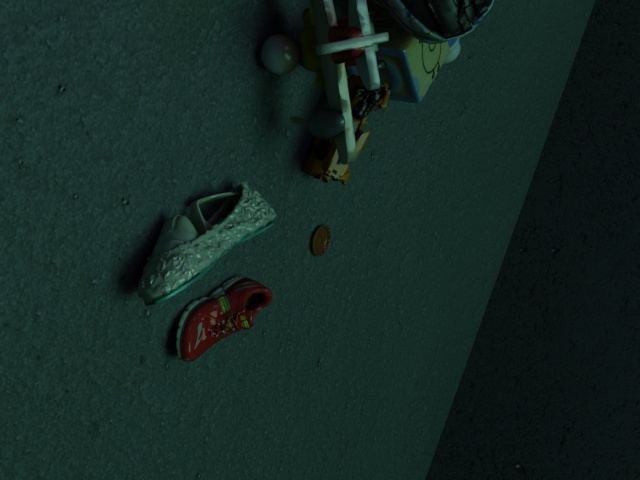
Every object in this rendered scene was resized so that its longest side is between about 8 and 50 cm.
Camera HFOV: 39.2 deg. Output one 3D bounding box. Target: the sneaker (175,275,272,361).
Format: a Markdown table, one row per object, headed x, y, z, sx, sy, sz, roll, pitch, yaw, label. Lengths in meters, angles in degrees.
| x | y | z | sx | sy | sz | roll | pitch | yaw | label |
| --- | --- | --- | --- | --- | --- | --- | --- | --- | --- |
| -0.205 | 0.167 | 1.952 | 0.279 | 0.118 | 0.107 | -44 | 137 | -42 | sneaker |

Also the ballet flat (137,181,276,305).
| x | y | z | sx | sy | sz | roll | pitch | yaw | label |
| --- | --- | --- | --- | --- | --- | --- | --- | --- | --- |
| -0.249 | -0.008 | 1.830 | 0.409 | 0.147 | 0.147 | -38 | 133 | -50 | ballet flat |

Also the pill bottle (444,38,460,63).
| x | y | z | sx | sy | sz | roll | pitch | yaw | label |
| --- | --- | --- | --- | --- | --- | --- | --- | --- | --- |
| 0.317 | -0.589 | 2.497 | 0.221 | 0.124 | 0.124 | 44 | 65 | -55 | pill bottle |

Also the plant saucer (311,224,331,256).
| x | y | z | sx | sy | sz | roll | pitch | yaw | label |
| --- | --- | --- | --- | --- | --- | --- | --- | --- | --- |
| 0.000 | 0.000 | 2.326 | 0.083 | 0.013 | 0.083 | -31 | 129 | -49 | plant saucer |

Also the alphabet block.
| x | y | z | sx | sy | sz | roll | pitch | yaw | label |
| --- | --- | --- | --- | --- | --- | --- | --- | --- | --- |
| 0.188 | -0.487 | 2.259 | 0.197 | 0.193 | 0.192 | -60 | 148 | -25 | alphabet block |

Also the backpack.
| x | y | z | sx | sy | sz | roll | pitch | yaw | label |
| --- | --- | --- | --- | --- | --- | --- | --- | --- | --- |
| 0.232 | -0.611 | 2.002 | 0.290 | 0.355 | 0.273 | -44 | -177 | -9 | backpack |

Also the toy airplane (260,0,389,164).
| x | y | z | sx | sy | sz | roll | pitch | yaw | label |
| --- | --- | --- | --- | --- | --- | --- | --- | --- | --- |
| 0.005 | -0.407 | 1.912 | 0.384 | 0.272 | 0.386 | 76 | 6 | -58 | toy airplane |

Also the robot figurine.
| x | y | z | sx | sy | sz | roll | pitch | yaw | label |
| --- | --- | --- | --- | --- | --- | --- | --- | --- | --- |
| 0.068 | -0.279 | 2.156 | 0.085 | 0.211 | 0.291 | 30 | 84 | -25 | robot figurine |
